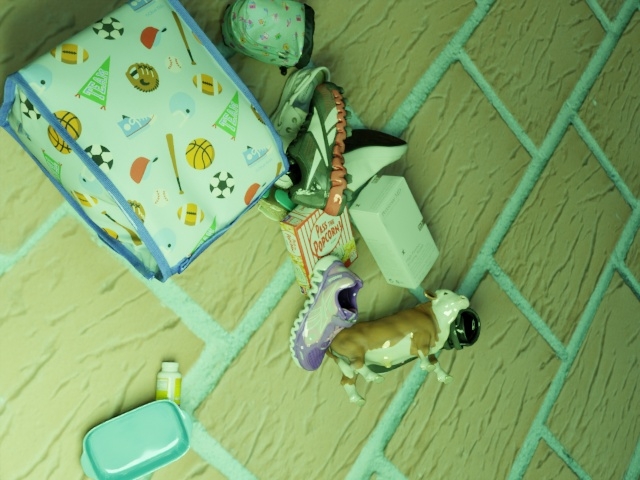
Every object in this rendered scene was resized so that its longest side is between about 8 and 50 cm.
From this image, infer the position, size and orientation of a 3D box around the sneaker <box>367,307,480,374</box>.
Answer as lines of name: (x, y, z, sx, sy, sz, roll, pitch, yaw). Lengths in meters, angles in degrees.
sneaker: (0.223, 0.208, 1.592, 0.296, 0.147, 0.104, -22, 98, -33)

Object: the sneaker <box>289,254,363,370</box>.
sneaker: (0.018, 0.153, 1.449, 0.095, 0.105, 0.236, 7, 103, -54)

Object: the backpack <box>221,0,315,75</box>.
backpack: (-0.103, -0.425, 1.471, 0.182, 0.115, 0.151, 5, 84, -31)

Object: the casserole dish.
casserole dish: (-0.310, 0.338, 1.248, 0.189, 0.037, 0.114, -22, 100, -18)

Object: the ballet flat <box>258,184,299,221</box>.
ballet flat: (-0.112, -0.086, 1.445, 0.206, 0.067, 0.073, 40, 39, -25)

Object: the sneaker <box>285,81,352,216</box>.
sneaker: (-0.013, -0.181, 1.394, 0.135, 0.097, 0.275, 4, 71, -11)

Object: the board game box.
board game box: (0.000, 0.000, 1.476, 0.147, 0.045, 0.193, -44, 137, -30)

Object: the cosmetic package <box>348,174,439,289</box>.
cosmetic package: (0.161, -0.017, 1.579, 0.117, 0.086, 0.231, -54, 133, -28)

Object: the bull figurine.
bull figurine: (0.164, 0.207, 1.488, 0.188, 0.311, 0.101, -104, 174, -47)

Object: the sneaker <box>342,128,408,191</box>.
sneaker: (0.073, -0.164, 1.588, 0.290, 0.106, 0.123, -17, 130, -44)

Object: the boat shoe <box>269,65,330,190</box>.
boat shoe: (-0.047, -0.235, 1.494, 0.098, 0.096, 0.276, 24, 71, -31)

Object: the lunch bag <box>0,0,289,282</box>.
lunch bag: (-0.279, -0.165, 1.242, 0.385, 0.239, 0.328, 48, 62, -8)

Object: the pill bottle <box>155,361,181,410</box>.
pill bottle: (-0.268, 0.258, 1.308, 0.043, 0.043, 0.083, 8, 79, -34)
